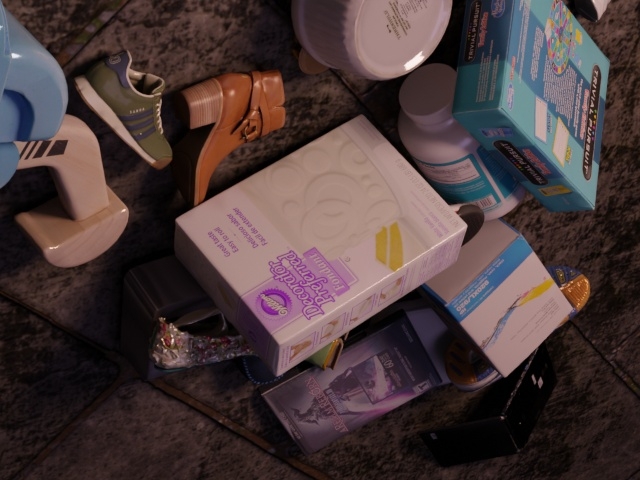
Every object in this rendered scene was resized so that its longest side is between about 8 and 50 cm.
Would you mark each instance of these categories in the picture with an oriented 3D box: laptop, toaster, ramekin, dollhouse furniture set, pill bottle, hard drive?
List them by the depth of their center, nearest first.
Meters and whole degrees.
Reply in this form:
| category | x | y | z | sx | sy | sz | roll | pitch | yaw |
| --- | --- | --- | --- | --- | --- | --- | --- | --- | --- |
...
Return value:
| category | x | y | z | sx | sy | sz | roll | pitch | yaw |
| --- | --- | --- | --- | --- | --- | --- | --- | --- | --- |
| ramekin | 0.074 | -0.306 | 1.781 | 0.207 | 0.109 | 0.207 | -22 | 129 | -30 |
| toaster | -0.193 | 0.098 | 1.977 | 0.168 | 0.110 | 0.185 | -15 | 134 | -28 |
| pill bottle | 0.205 | -0.148 | 2.028 | 0.146 | 0.146 | 0.264 | -39 | 141 | 0 |
| dollhouse furniture set | 0.006 | 0.147 | 2.194 | 0.076 | 0.058 | 0.151 | 20 | 112 | -1 |
| hard drive | 0.206 | 0.178 | 2.417 | 0.308 | 0.040 | 0.203 | -8 | 131 | -32 |
| laptop | 0.328 | 0.315 | 2.631 | 0.264 | 0.137 | 0.234 | -60 | 155 | -14 |

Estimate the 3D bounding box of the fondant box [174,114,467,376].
| category | x | y | z | sx | sy | sz | roll | pitch | yaw |
| --- | --- | --- | --- | --- | --- | --- | --- | --- | --- |
| fondant box | 0.000 | 0.000 | 1.891 | 0.330 | 0.238 | 0.096 | -32 | 156 | -23 |

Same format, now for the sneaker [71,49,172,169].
| category | x | y | z | sx | sy | sz | roll | pitch | yaw |
| --- | --- | --- | --- | --- | --- | --- | --- | --- | --- |
| sneaker | -0.224 | -0.167 | 1.738 | 0.086 | 0.064 | 0.192 | -38 | 138 | 5 |

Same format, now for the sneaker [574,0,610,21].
| category | x | y | z | sx | sy | sz | roll | pitch | yaw |
| --- | --- | --- | --- | --- | --- | --- | --- | --- | --- |
| sneaker | 0.401 | -0.395 | 2.032 | 0.061 | 0.054 | 0.152 | -47 | 145 | -15 |

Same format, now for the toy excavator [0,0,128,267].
| category | x | y | z | sx | sy | sz | roll | pitch | yaw |
| --- | --- | --- | --- | --- | --- | --- | --- | --- | --- |
| toy excavator | -0.374 | -0.130 | 1.570 | 0.445 | 0.222 | 0.433 | -10 | 134 | -42 |

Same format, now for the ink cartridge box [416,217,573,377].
| category | x | y | z | sx | sy | sz | roll | pitch | yaw |
| --- | --- | --- | --- | --- | --- | --- | --- | --- | --- |
| ink cartridge box | 0.263 | 0.071 | 2.228 | 0.168 | 0.171 | 0.232 | -44 | 132 | -3 |

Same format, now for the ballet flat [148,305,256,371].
| category | x | y | z | sx | sy | sz | roll | pitch | yaw |
| --- | --- | --- | --- | --- | --- | --- | --- | --- | --- |
| ballet flat | -0.129 | 0.127 | 1.908 | 0.241 | 0.091 | 0.077 | -9 | 109 | -37 |

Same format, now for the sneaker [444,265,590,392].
| category | x | y | z | sx | sy | sz | roll | pitch | yaw |
| --- | --- | --- | --- | --- | --- | --- | --- | --- | --- |
| sneaker | 0.340 | 0.154 | 2.406 | 0.296 | 0.112 | 0.131 | -34 | 157 | -4 |

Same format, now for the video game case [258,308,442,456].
| category | x | y | z | sx | sy | sz | roll | pitch | yaw |
| --- | --- | --- | --- | --- | --- | --- | --- | --- | --- |
| video game case | 0.054 | 0.244 | 2.322 | 0.274 | 0.026 | 0.196 | -29 | 133 | 1 |

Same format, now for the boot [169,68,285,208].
| category | x | y | z | sx | sy | sz | roll | pitch | yaw |
| --- | --- | --- | --- | --- | --- | --- | --- | --- | --- |
| boot | -0.120 | -0.137 | 1.847 | 0.152 | 0.073 | 0.197 | -19 | 139 | -29 |

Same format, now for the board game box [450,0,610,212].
| category | x | y | z | sx | sy | sz | roll | pitch | yaw |
| --- | --- | --- | --- | --- | --- | --- | --- | --- | --- |
| board game box | 0.309 | -0.222 | 1.978 | 0.336 | 0.079 | 0.253 | 36 | 57 | -50 |

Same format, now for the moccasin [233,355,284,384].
| category | x | y | z | sx | sy | sz | roll | pitch | yaw |
| --- | --- | --- | --- | --- | --- | --- | --- | --- | --- |
| moccasin | -0.082 | 0.107 | 2.066 | 0.138 | 0.117 | 0.342 | -22 | 137 | -20 |

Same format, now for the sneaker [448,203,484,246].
| category | x | y | z | sx | sy | sz | roll | pitch | yaw |
| --- | --- | --- | --- | --- | --- | --- | --- | --- | --- |
| sneaker | 0.097 | -0.024 | 2.051 | 0.270 | 0.145 | 0.090 | -25 | 141 | -7 |

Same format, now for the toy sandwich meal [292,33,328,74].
| category | x | y | z | sx | sy | sz | roll | pitch | yaw |
| --- | --- | --- | --- | --- | --- | --- | --- | --- | --- |
| toy sandwich meal | -0.005 | -0.262 | 1.853 | 0.086 | 0.029 | 0.085 | -29 | 145 | -24 |
